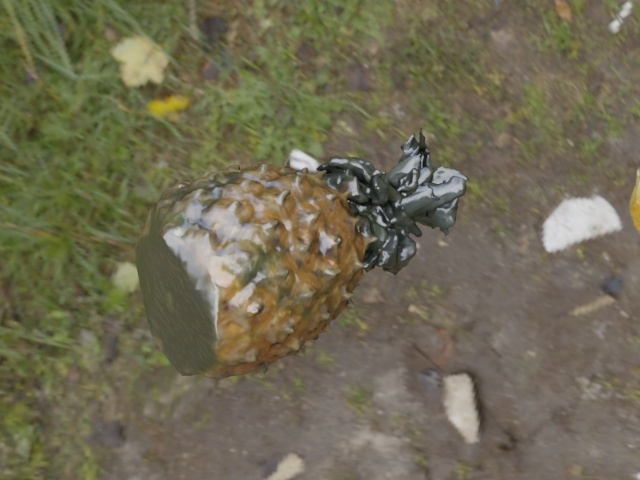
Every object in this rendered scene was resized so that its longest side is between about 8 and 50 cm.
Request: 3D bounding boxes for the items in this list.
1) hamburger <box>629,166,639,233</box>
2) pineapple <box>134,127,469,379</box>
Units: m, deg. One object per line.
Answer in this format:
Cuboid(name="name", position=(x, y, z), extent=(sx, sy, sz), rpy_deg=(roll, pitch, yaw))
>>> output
Cuboid(name="hamburger", position=(0.404, -0.055, 1.185), extent=(0.244, 0.244, 0.163), rpy_deg=(6, 61, 27))
Cuboid(name="pineapple", position=(0.000, 0.000, 0.698), extent=(0.108, 0.197, 0.108), rpy_deg=(28, 128, 42))
